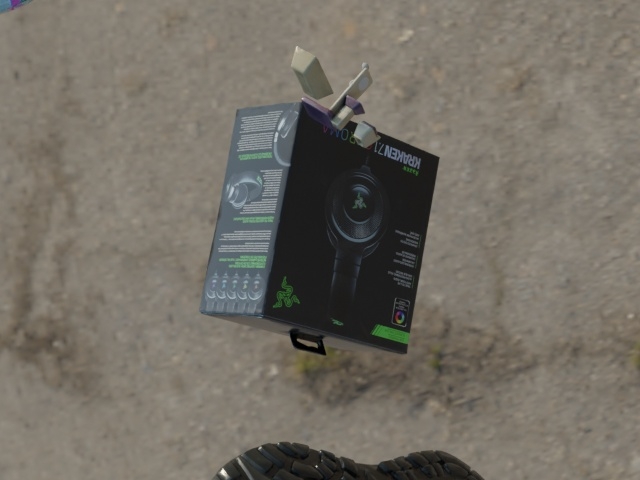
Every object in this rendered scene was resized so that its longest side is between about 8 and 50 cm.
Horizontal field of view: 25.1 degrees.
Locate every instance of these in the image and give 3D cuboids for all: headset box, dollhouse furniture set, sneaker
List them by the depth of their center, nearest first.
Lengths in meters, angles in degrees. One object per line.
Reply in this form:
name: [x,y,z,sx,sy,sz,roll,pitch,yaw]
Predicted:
sneaker: [0.014,0.225,1.021,0.124,0.283,0.107,-55,50,20]
dollhouse furniture set: [0.030,-0.173,1.527,0.091,0.081,0.114,33,164,32]
headset box: [0.000,0.000,1.790,0.131,0.246,0.283,0,75,49]

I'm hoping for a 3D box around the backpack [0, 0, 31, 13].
backpack: [-0.227,-0.232,0.891,0.152,0.115,0.182,-10,127,18]
